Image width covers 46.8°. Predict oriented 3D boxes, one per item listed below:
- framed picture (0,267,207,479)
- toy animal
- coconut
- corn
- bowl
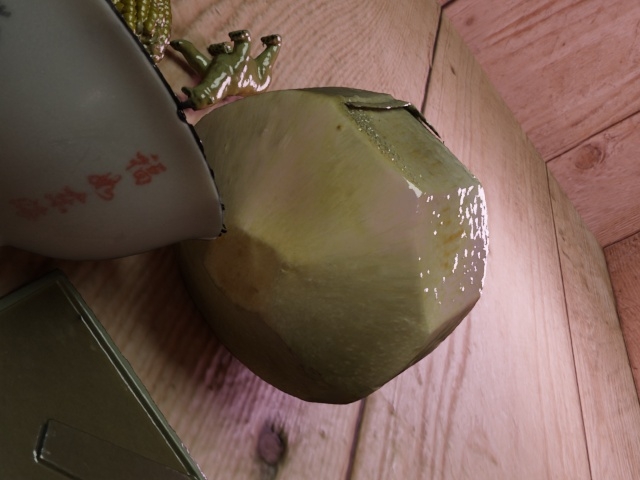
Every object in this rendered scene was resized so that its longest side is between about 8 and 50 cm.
[{"bbox_3d":[-0.196,0.178,0.593,0.289,0.020,0.211,57,27,-6],"label":"framed picture"},{"bbox_3d":[-0.130,-0.241,1.055,0.219,0.103,0.100,-32,116,-67],"label":"toy animal"},{"bbox_3d":[0.000,0.000,0.787,0.353,0.353,0.352,40,33,-34],"label":"coconut"},{"bbox_3d":[-0.233,-0.326,0.948,0.097,0.097,0.319,37,33,-38],"label":"corn"},{"bbox_3d":[-0.243,-0.093,0.569,0.157,0.345,0.345,-41,103,-19],"label":"bowl"}]
